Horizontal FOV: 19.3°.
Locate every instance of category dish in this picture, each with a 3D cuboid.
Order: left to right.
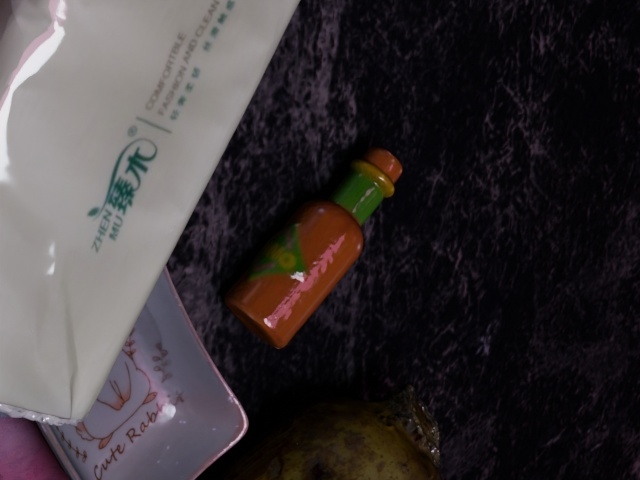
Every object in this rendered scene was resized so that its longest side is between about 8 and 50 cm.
[{"bbox_3d":[-0.160,0.108,1.437,0.151,0.077,0.212,-44,127,-28],"label":"dish"}]

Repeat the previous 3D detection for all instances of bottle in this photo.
[{"bbox_3d":[0.000,0.000,1.568,0.187,0.069,0.069,-51,138,-13],"label":"bottle"}]

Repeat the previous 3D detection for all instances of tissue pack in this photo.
[{"bbox_3d":[-0.192,-0.118,1.137,0.207,0.297,0.380,22,94,-49],"label":"tissue pack"}]

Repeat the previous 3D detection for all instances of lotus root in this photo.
[{"bbox_3d":[-0.040,0.277,1.610,0.397,0.179,0.196,-43,153,-14],"label":"lotus root"}]

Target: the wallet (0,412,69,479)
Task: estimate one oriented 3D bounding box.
[{"bbox_3d":[-0.211,0.172,1.485,0.232,0.025,0.119,-2,112,-45],"label":"wallet"}]
